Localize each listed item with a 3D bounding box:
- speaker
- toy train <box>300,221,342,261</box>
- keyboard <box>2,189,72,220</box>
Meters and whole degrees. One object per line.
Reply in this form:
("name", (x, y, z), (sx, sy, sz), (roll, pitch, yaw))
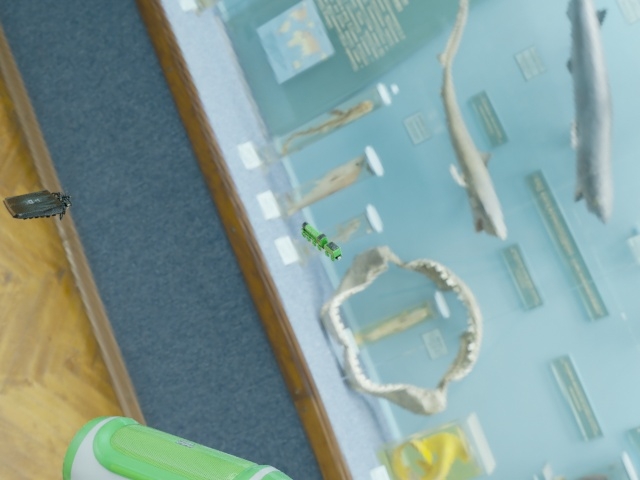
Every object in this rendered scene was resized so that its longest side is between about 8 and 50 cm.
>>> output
("speaker", (-0.177, 0.310, 0.990), (0.131, 0.297, 0.131), (-30, 125, -56))
("toy train", (0.000, 0.000, 1.048), (0.083, 0.017, 0.023), (39, -28, 41))
("keyboard", (-0.434, -0.047, 1.235), (0.192, 0.100, 0.038), (25, -55, 62))
